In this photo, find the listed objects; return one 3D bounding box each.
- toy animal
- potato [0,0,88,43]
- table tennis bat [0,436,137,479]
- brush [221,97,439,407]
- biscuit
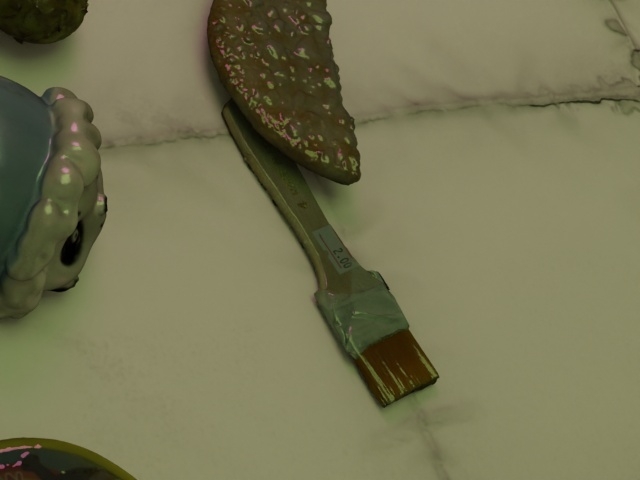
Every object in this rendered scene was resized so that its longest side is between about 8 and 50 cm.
[{"bbox_3d":[-0.268,-0.055,1.277,0.204,0.156,0.208,16,59,-14],"label":"toy animal"},{"bbox_3d":[-0.288,-0.274,1.440,0.117,0.090,0.225,-7,61,-47],"label":"potato"},{"bbox_3d":[-0.156,0.295,1.187,0.369,0.054,0.224,37,52,1],"label":"table tennis bat"},{"bbox_3d":[0.000,0.000,1.470,0.085,0.020,0.336,-21,72,-37],"label":"brush"},{"bbox_3d":[-0.045,-0.179,1.536,0.141,0.038,0.289,8,53,-27],"label":"biscuit"}]
